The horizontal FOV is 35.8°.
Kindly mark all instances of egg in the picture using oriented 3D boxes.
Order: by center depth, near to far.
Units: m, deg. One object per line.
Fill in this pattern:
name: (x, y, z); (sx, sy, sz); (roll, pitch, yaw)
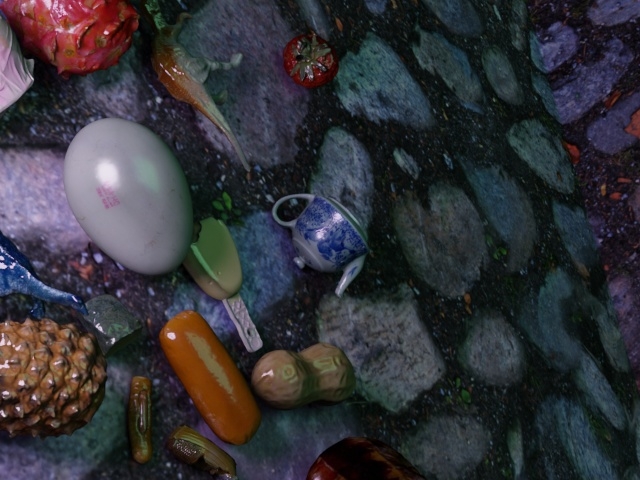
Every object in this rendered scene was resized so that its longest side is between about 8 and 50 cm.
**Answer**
egg: (-0.296, -0.066, 1.558); (0.264, 0.183, 0.183); (63, 33, -14)

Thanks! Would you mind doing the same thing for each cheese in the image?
cheese: (-0.169, 0.080, 1.752); (0.127, 0.050, 0.255); (-25, 89, -57)

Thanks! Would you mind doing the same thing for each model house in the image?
model house: (-0.324, 0.126, 1.514); (0.083, 0.066, 0.079); (48, 44, 8)

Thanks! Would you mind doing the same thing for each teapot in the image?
teapot: (-0.508, -0.235, 1.401); (0.178, 0.163, 0.221); (51, 36, -26)
teapot: (0.000, 0.000, 1.975); (0.232, 0.159, 0.159); (48, 34, -1)

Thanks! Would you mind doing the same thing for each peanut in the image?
peanut: (-0.023, 0.243, 1.772); (0.274, 0.125, 0.111); (4, 47, -55)

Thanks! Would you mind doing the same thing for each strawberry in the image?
strawberry: (-0.025, -0.400, 2.232); (0.131, 0.148, 0.131); (2, 81, -12)

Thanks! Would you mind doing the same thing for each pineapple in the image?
pineapple: (-0.440, 0.166, 1.236); (0.340, 0.169, 0.169); (14, 57, -46)

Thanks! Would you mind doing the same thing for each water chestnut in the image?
water chestnut: (0.075, 0.484, 1.664); (0.300, 0.300, 0.300); (32, 44, -39)

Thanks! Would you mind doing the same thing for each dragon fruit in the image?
dragon fruit: (-0.418, -0.393, 1.602); (0.205, 0.210, 0.268); (-34, 101, -29)

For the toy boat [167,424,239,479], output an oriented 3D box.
toy boat: (-0.181, 0.346, 1.563); (0.149, 0.047, 0.049); (43, 52, -24)

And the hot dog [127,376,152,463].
hot dog: (-0.273, 0.270, 1.505); (0.044, 0.028, 0.137); (21, 53, -37)

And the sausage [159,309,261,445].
sausage: (-0.177, 0.225, 1.610); (0.238, 0.098, 0.098); (58, 34, -5)

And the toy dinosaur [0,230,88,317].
toy dinosaur: (-0.442, 0.024, 1.339); (0.363, 0.147, 0.076); (37, 51, 17)

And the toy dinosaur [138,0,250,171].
toy dinosaur: (-0.226, -0.296, 1.892); (0.205, 0.092, 0.393); (-3, 72, -54)
